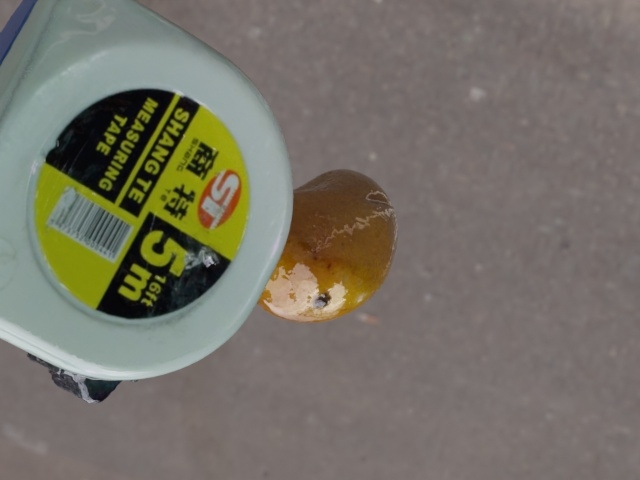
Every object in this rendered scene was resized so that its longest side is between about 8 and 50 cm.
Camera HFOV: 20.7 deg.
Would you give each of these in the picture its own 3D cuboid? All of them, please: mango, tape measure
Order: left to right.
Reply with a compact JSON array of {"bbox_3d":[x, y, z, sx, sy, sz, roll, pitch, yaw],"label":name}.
[{"bbox_3d":[-0.097,-0.088,0.997,0.215,0.351,0.098,31,173,-30],"label":"tape measure"},{"bbox_3d":[0.004,0.005,1.360,0.115,0.165,0.089,40,127,19],"label":"mango"}]
